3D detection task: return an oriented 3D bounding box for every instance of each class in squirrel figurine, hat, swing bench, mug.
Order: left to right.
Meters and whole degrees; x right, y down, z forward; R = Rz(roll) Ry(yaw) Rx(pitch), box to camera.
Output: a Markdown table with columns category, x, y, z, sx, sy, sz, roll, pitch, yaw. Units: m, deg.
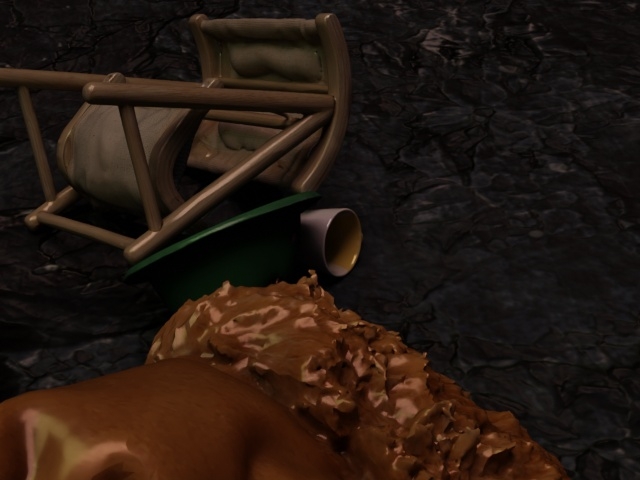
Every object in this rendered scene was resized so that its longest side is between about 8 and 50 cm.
| category | x | y | z | sx | sy | sz | roll | pitch | yaw |
| --- | --- | --- | --- | --- | --- | --- | --- | --- | --- |
| swing bench | -0.135 | -0.107 | 1.154 | 0.255 | 0.165 | 0.253 | -21 | 19 | -29 |
| hat | -0.055 | 0.080 | 1.025 | 0.209 | 0.183 | 0.173 | -22 | -5 | -30 |
| mug | -0.002 | 0.002 | 1.129 | 0.064 | 0.078 | 0.062 | 8 | 67 | 33 |
| squirrel figurine | 0.033 | 0.197 | 0.631 | 0.371 | 0.281 | 0.397 | 17 | 41 | 19 |
